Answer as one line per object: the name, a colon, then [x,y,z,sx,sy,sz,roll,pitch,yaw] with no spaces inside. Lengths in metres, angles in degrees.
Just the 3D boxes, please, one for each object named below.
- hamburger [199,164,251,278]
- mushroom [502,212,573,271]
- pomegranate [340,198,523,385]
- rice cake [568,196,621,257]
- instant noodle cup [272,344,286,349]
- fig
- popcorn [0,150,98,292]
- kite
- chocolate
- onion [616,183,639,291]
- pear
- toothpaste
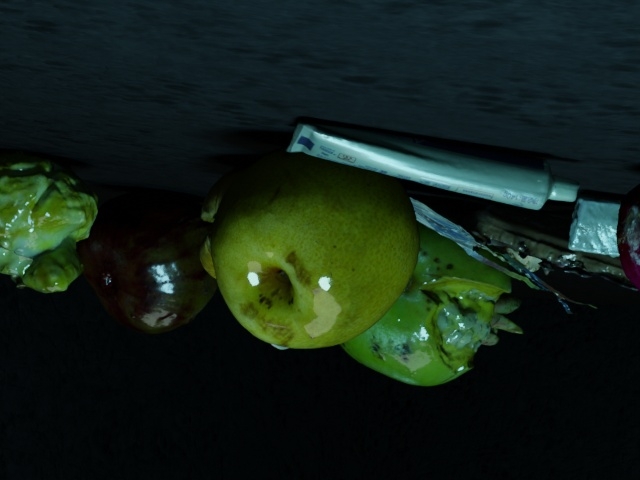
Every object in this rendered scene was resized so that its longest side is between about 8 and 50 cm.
hamburger: [-0.057,-0.019,1.903,0.156,0.144,0.283,15,170,-12]
mushroom: [0.305,-0.003,2.035,0.209,0.071,0.084,-2,140,50]
pomegranate: [0.141,0.069,2.129,0.236,0.236,0.302,5,172,32]
rice cake: [0.432,0.000,1.794,0.336,0.066,0.063,6,-172,5]
instant noodle cup: [0.022,0.041,2.299,0.174,0.213,0.213,-4,172,22]
fig: [-0.201,0.012,2.533,0.217,0.217,0.321,4,-163,39]
popcorn: [-0.370,-0.017,2.153,0.198,0.212,0.198,-23,165,-7]
kite: [0.173,0.006,1.921,0.310,0.015,0.169,29,176,-2]
chocolate: [0.308,0.017,1.907,0.329,0.065,0.102,18,-172,35]
onion: [0.357,0.006,1.511,0.173,0.135,0.198,5,175,-7]
pear: [0.000,0.000,1.669,0.209,0.209,0.209,7,176,0]
toothpaste: [0.105,-0.068,1.542,0.268,0.047,0.069,10,-165,-7]
